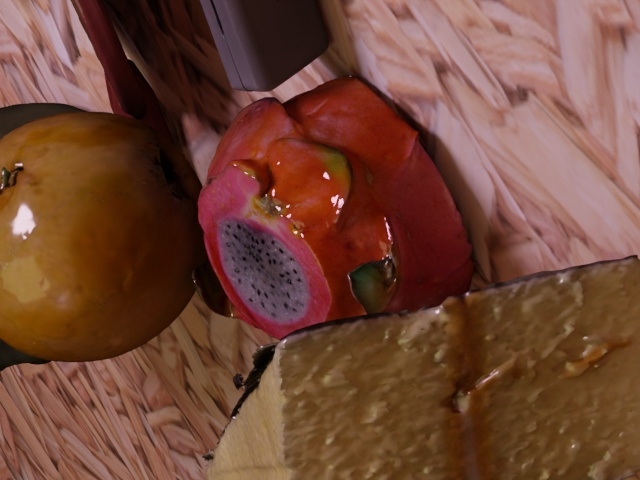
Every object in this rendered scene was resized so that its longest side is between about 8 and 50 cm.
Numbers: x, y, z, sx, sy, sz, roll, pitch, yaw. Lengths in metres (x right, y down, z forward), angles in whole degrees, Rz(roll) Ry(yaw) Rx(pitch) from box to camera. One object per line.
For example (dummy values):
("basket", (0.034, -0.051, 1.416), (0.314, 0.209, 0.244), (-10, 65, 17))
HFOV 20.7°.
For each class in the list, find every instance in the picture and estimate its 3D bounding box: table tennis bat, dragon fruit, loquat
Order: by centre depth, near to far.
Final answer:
("dragon fruit", (0.000, 0.000, 1.662), (0.290, 0.189, 0.291), (37, 148, 28))
("loquat", (-0.242, -0.004, 1.779), (0.263, 0.263, 0.263), (37, 147, 29))
("table tennis bat", (-0.232, -0.224, 1.846), (0.415, 0.051, 0.268), (70, 174, -46))

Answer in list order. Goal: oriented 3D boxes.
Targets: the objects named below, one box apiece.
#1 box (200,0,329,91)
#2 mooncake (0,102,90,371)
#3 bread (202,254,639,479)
("box", (-0.070, -0.259, 1.578), (0.055, 0.103, 0.244), (12, 131, 45))
("mooncake", (-0.362, -0.003, 2.060), (0.351, 0.351, 0.187), (23, 141, 44))
("bread", (0.073, 0.129, 1.617), (0.405, 0.345, 0.242), (-147, 45, -72))
